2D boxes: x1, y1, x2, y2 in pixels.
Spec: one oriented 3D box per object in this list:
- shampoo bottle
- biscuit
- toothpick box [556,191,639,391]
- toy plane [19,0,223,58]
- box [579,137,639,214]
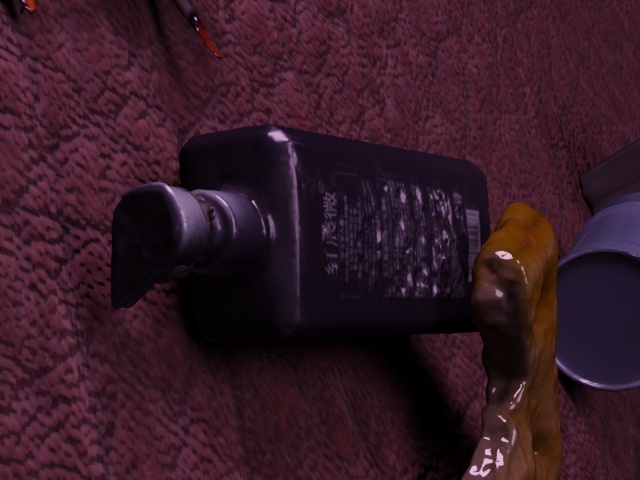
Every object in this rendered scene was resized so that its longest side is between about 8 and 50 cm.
[{"bbox_3d":[0.000,-0.001,0.870,0.309,0.071,0.098,4,84,-63],"label":"shampoo bottle"},{"bbox_3d":[0.095,0.086,0.936,0.174,0.039,0.183,-40,130,-63],"label":"biscuit"},{"bbox_3d":[0.211,0.033,1.229,0.101,0.101,0.153,61,26,-4],"label":"toothpick box"},{"bbox_3d":[-0.090,-0.158,0.878,0.194,0.077,0.126,7,50,-51],"label":"toy plane"},{"bbox_3d":[0.327,0.001,1.393,0.138,0.178,0.274,5,60,-62],"label":"box"}]
